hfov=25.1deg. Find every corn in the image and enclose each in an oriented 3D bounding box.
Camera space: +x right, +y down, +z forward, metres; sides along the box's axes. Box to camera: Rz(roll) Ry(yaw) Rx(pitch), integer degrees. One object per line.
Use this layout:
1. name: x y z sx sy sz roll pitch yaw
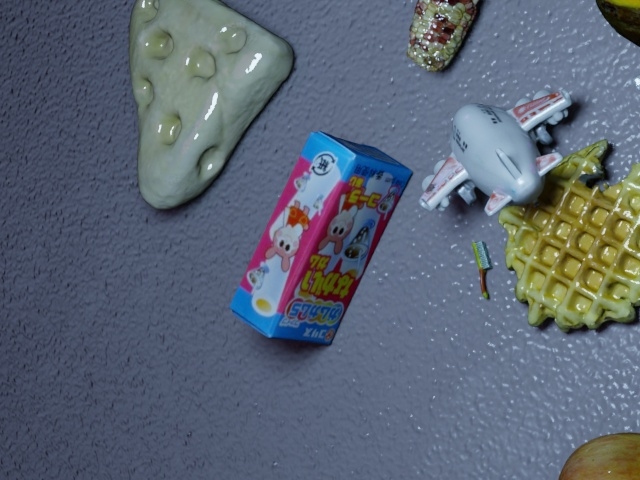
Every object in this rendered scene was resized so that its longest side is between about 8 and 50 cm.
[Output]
1. corn: 0.204 -0.385 2.092 0.098 0.098 0.289 27 103 36

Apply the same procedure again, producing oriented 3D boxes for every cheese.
1. cheese: -0.242 -0.261 2.381 0.328 0.130 0.351 46 108 30

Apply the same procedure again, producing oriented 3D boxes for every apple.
1. apple: 0.387 0.342 1.778 0.188 0.211 0.211 4 86 15

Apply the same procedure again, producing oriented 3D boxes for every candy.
1. candy: 0.001 0.001 2.145 0.100 0.157 0.305 34 103 35

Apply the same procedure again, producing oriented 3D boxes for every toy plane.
1. toy plane: 0.242 -0.120 1.968 0.252 0.118 0.252 -31 27 18

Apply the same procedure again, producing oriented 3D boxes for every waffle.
1. waffle: 0.362 -0.002 1.942 0.261 0.056 0.250 -23 70 30

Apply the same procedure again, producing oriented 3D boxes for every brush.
1. brush: 0.234 0.042 2.051 0.021 0.019 0.083 -16 72 24

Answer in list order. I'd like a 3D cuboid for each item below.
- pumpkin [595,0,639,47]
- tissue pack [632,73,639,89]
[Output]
1. pumpkin: 0.473 -0.405 1.858 0.317 0.139 0.221 -53 46 21
2. tissue pack: 0.498 -0.161 1.880 0.123 0.026 0.193 -32 65 30
